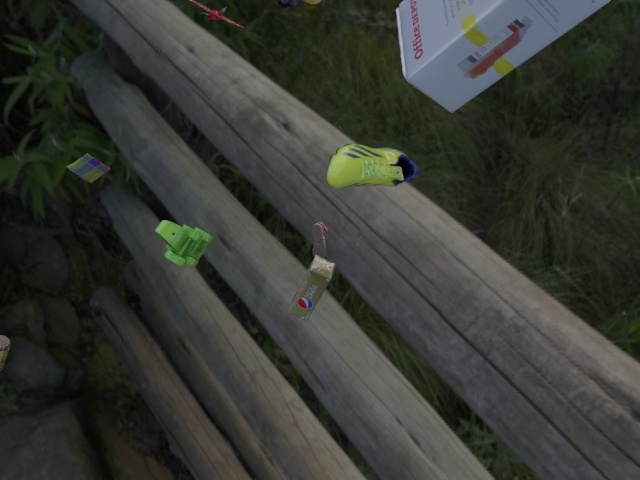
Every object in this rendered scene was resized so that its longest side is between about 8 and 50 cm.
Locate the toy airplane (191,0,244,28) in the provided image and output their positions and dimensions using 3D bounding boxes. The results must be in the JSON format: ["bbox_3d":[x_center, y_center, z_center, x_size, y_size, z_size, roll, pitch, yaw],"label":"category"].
[{"bbox_3d":[-0.232,-0.503,1.416,0.151,0.028,0.151,23,5,-2],"label":"toy airplane"}]

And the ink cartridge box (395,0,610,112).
[{"bbox_3d":[0.357,-0.495,1.316,0.160,0.385,0.279,28,46,-32],"label":"ink cartridge box"}]

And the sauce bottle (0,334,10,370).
[{"bbox_3d":[-0.694,0.257,1.346,0.042,0.128,0.042,23,30,-15],"label":"sauce bottle"}]

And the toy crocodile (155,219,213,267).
[{"bbox_3d":[-0.406,0.008,1.892,0.105,0.340,0.115,31,88,4],"label":"toy crocodile"}]

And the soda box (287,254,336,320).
[{"bbox_3d":[-0.023,0.122,1.610,0.058,0.181,0.061,24,42,-4],"label":"soda box"}]

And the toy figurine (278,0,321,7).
[{"bbox_3d":[-0.070,-0.634,1.384,0.148,0.210,0.213,16,81,59],"label":"toy figurine"}]

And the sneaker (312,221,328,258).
[{"bbox_3d":[0.000,0.000,1.939,0.042,0.118,0.067,0,16,13],"label":"sneaker"}]

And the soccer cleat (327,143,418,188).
[{"bbox_3d":[0.122,-0.162,1.424,0.121,0.093,0.289,25,23,30],"label":"soccer cleat"}]

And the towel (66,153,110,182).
[{"bbox_3d":[-0.514,-0.160,1.405,0.060,0.083,0.009,-32,63,9],"label":"towel"}]
